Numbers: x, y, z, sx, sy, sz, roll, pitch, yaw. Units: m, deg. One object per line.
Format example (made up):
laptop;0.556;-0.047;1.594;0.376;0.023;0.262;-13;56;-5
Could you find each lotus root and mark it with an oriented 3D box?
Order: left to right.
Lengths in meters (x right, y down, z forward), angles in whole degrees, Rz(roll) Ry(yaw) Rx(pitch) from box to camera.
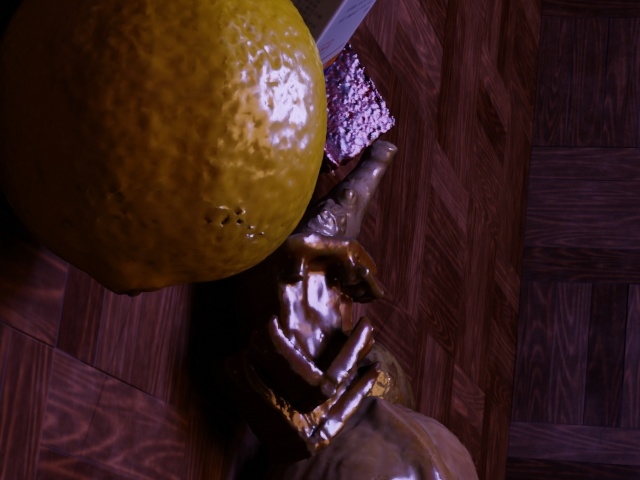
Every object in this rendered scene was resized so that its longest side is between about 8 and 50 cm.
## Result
lotus root;0.062;0.232;2.113;0.145;0.128;0.260;-61;146;-29

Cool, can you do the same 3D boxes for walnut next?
walnut;0.059;0.348;1.852;0.306;0.306;0.344;-33;130;-70

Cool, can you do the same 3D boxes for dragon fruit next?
dragon fruit;0.008;-0.174;1.999;0.127;0.120;0.161;-31;100;-23

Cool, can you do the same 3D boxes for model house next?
model house;-0.012;0.124;1.698;0.219;0.199;0.229;4;76;-33

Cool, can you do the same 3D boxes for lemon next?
lemon;-0.124;-0.097;1.223;0.293;0.293;0.293;2;90;-73

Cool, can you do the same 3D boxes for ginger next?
ginger;-0.001;0.001;1.948;0.166;0.080;0.333;-59;-178;37

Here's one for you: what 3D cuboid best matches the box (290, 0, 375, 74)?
box;-0.013;-0.249;1.587;0.299;0.106;0.200;-55;176;24
